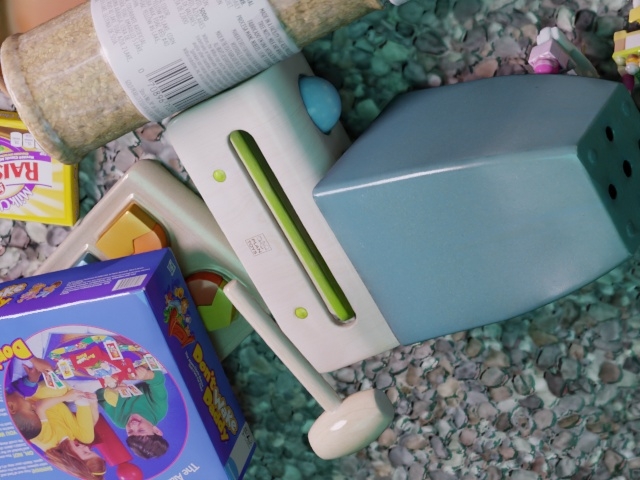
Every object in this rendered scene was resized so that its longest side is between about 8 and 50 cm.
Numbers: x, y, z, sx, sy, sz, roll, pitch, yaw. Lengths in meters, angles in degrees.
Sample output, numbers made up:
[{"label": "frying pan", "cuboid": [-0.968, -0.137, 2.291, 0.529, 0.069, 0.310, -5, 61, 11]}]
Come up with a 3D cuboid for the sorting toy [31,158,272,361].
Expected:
[{"label": "sorting toy", "cuboid": [-0.161, 0.051, 1.549, 0.193, 0.038, 0.208, 40, 115, -10]}]

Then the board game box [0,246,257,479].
[{"label": "board game box", "cuboid": [-0.266, 0.154, 1.571, 0.347, 0.078, 0.233, -11, 116, 21]}]

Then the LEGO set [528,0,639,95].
[{"label": "LEGO set", "cuboid": [0.301, -0.162, 1.278, 0.132, 0.107, 0.287, 29, 142, -24]}]

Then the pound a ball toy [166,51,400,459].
[{"label": "pound a ball toy", "cuboid": [0.000, 0.000, 1.401, 0.136, 0.208, 0.319, -24, 108, 20]}]

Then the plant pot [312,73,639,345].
[{"label": "plant pot", "cuboid": [0.154, -0.039, 1.330, 0.234, 0.165, 0.166, -13, 116, 42]}]

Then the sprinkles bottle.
[{"label": "sprinkles bottle", "cuboid": [-0.081, -0.187, 1.308, 0.355, 0.121, 0.121, -25, 109, 10]}]

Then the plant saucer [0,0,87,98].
[{"label": "plant saucer", "cuboid": [-0.200, -0.195, 1.388, 0.200, 0.037, 0.200, -1, 116, -2]}]

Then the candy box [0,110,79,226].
[{"label": "candy box", "cuboid": [-0.329, -0.074, 1.525, 0.206, 0.027, 0.105, 6, 119, 7]}]
